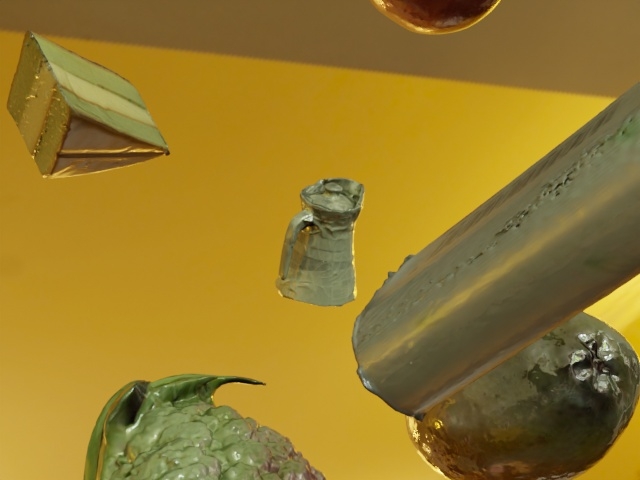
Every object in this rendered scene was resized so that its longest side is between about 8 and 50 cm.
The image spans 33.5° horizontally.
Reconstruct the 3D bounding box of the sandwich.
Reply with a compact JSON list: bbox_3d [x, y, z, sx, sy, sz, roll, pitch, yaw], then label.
[{"bbox_3d":[-0.242,-0.159,1.193,0.187,0.117,0.144,-18,-19,-40],"label":"sandwich"}]

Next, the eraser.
[{"bbox_3d":[0.135,-0.004,0.617,0.227,0.081,0.174,-39,3,34],"label":"eraser"}]

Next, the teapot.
[{"bbox_3d":[0.000,0.000,0.719,0.067,0.057,0.083,-12,-59,-45],"label":"teapot"}]

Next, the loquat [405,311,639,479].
[{"bbox_3d":[0.192,0.149,1.005,0.227,0.179,0.179,-20,-21,28],"label":"loquat"}]

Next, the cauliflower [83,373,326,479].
[{"bbox_3d":[-0.119,0.250,0.828,0.239,0.256,0.315,37,-102,-43],"label":"cauliflower"}]

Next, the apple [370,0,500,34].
[{"bbox_3d":[0.109,-0.273,1.039,0.153,0.153,0.120,-14,-22,-28],"label":"apple"}]
